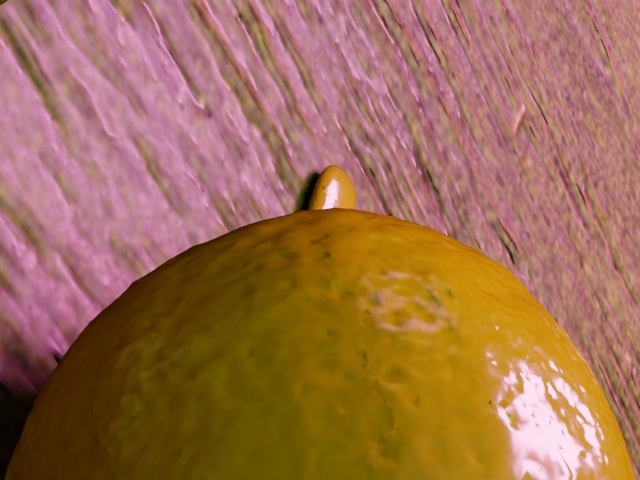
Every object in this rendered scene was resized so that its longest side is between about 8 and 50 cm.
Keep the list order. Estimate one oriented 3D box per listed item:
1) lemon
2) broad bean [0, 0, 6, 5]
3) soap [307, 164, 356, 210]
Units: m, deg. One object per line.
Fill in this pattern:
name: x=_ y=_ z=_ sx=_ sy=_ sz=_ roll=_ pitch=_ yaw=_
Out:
lemon: x=-0.004 y=0.098 z=0.582 sx=0.240 sy=0.240 sz=0.219 roll=32 pitch=38 yaw=-46
broad bean: x=-0.190 y=-0.156 z=0.542 sx=0.227 sy=0.039 sz=0.069 roll=29 pitch=54 yaw=-46
soap: x=0.000 y=0.000 z=0.786 sx=0.034 sy=0.012 sz=0.089 roll=49 pitch=47 yaw=-36
